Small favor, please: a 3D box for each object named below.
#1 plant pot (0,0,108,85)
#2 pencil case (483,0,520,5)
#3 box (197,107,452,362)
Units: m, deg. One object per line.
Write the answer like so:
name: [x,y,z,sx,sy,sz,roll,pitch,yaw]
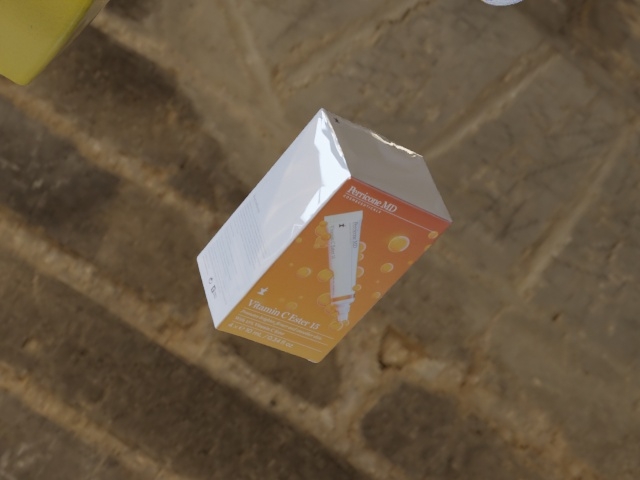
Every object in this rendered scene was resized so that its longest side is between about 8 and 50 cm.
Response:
plant pot: [-0.383,-0.329,1.668,0.212,0.187,0.212,31,-152,-6]
pencil case: [0.306,-0.542,2.275,0.273,0.124,0.113,67,180,-48]
box: [0.000,0.000,2.025,0.215,0.345,0.168,22,-148,-34]
